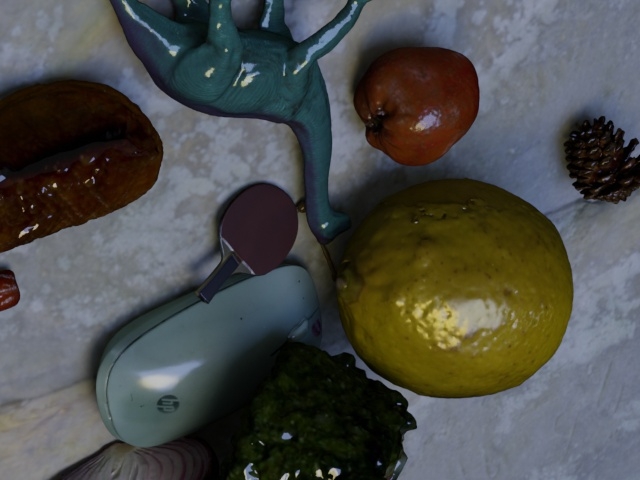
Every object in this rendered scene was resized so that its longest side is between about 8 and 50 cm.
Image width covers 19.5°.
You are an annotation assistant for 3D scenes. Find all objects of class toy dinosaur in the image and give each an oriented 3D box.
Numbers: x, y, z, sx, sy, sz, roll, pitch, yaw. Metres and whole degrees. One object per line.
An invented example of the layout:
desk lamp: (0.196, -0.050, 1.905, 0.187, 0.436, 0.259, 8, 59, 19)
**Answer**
toy dinosaur: (-0.105, -0.136, 1.969, 0.384, 0.129, 0.330, 0, 120, -26)

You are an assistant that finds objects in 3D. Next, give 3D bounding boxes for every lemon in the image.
lemon: (0.146, 0.056, 2.117, 0.310, 0.253, 0.253, 4, 112, -29)

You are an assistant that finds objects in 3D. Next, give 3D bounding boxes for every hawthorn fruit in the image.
hawthorn fruit: (0.112, -0.151, 2.065, 0.138, 0.133, 0.132, -27, 125, -23)

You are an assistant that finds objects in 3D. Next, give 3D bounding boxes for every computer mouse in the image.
computer mouse: (-0.117, 0.135, 2.096, 0.288, 0.097, 0.159, -20, 121, -20)

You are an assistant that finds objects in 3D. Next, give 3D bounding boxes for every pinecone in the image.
pinecone: (0.340, -0.094, 2.244, 0.109, 0.102, 0.102, 41, 90, -26)

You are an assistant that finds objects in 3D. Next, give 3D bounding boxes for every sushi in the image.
sushi: (-0.022, 0.287, 2.085, 0.178, 0.294, 0.352, 26, 127, 5)

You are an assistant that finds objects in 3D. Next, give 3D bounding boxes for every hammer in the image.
hammer: (0.000, 0.000, 2.148, 0.029, 0.014, 0.123, -28, 128, -7)

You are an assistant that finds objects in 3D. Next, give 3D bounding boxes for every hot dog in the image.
hot dog: (-0.272, -0.074, 1.894, 0.227, 0.099, 0.160, -15, 121, -25)

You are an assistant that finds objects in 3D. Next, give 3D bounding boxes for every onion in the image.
onion: (-0.206, 0.311, 2.111, 0.206, 0.151, 0.098, -14, 137, -5)

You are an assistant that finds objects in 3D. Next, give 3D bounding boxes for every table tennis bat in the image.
table tennis bat: (-0.084, 0.006, 2.072, 0.158, 0.014, 0.095, -51, 119, -20)

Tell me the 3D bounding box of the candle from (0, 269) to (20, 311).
candle: (-0.461, 0.068, 1.892, 0.329, 0.048, 0.051, -9, 131, -28)
